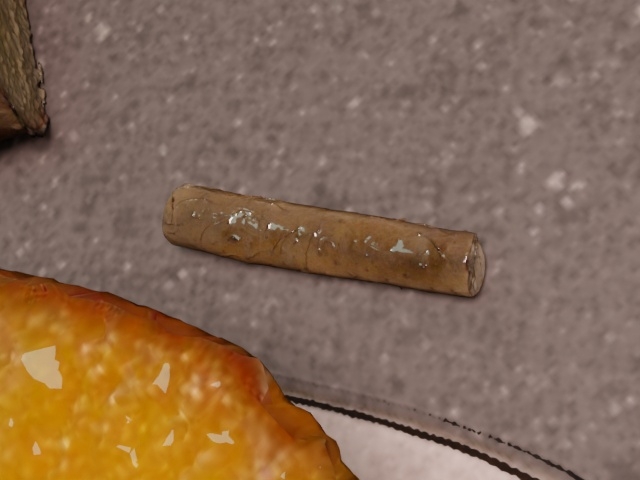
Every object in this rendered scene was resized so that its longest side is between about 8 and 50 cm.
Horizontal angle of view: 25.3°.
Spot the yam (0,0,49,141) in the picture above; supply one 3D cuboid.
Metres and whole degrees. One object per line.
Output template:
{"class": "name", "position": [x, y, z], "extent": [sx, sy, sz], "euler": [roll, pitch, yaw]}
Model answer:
{"class": "yam", "position": [-0.254, -0.083, 0.699], "extent": [0.238, 0.128, 0.129], "euler": [-17, 31, 11]}

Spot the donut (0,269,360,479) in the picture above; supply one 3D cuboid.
{"class": "donut", "position": [-0.142, 0.199, 0.525], "extent": [0.435, 0.163, 0.377], "euler": [-37, 59, 9]}

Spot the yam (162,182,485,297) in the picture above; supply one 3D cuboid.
{"class": "yam", "position": [0.000, 0.000, 0.609], "extent": [0.145, 0.032, 0.032], "euler": [10, 75, 26]}
